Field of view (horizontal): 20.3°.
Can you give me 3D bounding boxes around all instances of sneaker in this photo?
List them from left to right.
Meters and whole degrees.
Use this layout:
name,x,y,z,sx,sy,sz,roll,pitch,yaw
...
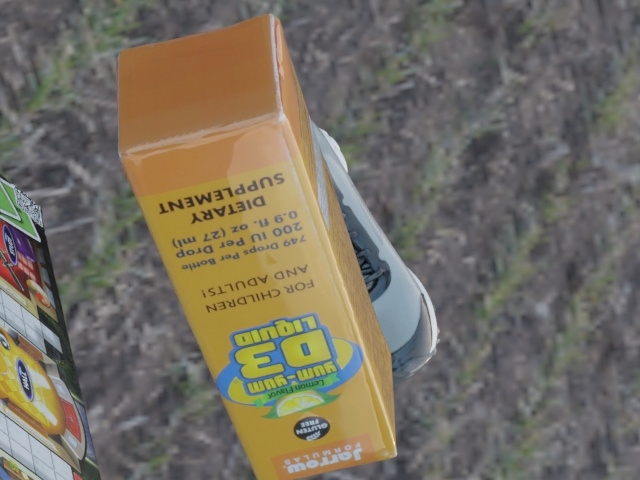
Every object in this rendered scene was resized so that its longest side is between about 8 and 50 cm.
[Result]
name,x,y,z,sx,sy,sz,roll,pitch,yaw
sneaker,0.000,0.000,1.376,0.271,0.100,0.108,60,3,31

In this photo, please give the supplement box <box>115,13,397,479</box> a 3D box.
name,x,y,z,sx,sy,sz,roll,pitch,yaw
supplement box,-0.024,0.012,0.832,0.080,0.078,0.233,-98,171,-45

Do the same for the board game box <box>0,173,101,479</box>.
name,x,y,z,sx,sy,sz,roll,pitch,yaw
board game box,-0.119,0.028,0.517,0.136,0.030,0.259,41,14,-35
